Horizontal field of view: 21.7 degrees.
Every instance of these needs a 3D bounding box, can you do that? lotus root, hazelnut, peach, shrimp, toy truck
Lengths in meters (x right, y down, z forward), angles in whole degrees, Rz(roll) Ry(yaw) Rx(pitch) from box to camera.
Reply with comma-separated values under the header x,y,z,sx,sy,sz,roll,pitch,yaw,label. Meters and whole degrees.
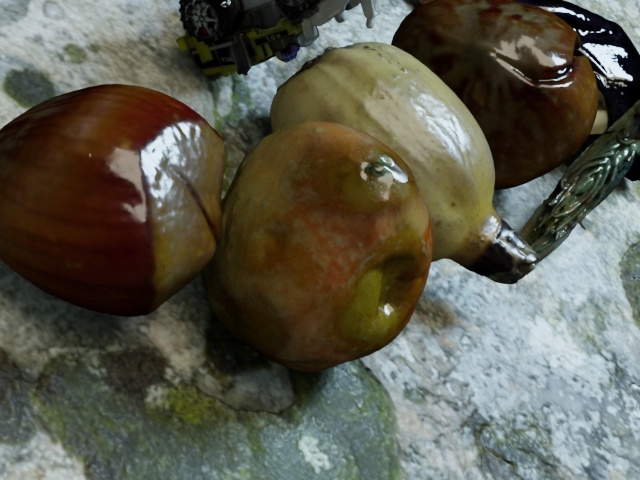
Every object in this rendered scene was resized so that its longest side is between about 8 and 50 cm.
x,y,z,sx,sy,sz,roll,pitch,yaw,label
0.088,-0.065,1.668,0.310,0.183,0.183,46,41,2,lotus root
-0.190,-0.038,1.447,0.181,0.181,0.212,54,40,-27,hazelnut
0.000,0.000,1.496,0.214,0.235,0.214,14,46,-15,peach
0.314,-0.092,1.791,0.058,0.169,0.296,40,79,5,shrimp
0.179,-0.156,1.786,0.233,0.218,0.218,16,39,13,hazelnut
-0.019,-0.242,1.663,0.136,0.286,0.111,-37,107,-48,toy truck

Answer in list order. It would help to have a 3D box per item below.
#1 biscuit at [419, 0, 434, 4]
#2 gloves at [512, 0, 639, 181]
x,y,z,sx,sy,sz,roll,pitch,yaw,label
0.167,-0.362,2.085,0.284,0.043,0.306,51,40,13,biscuit
0.290,-0.197,1.958,0.301,0.152,0.197,15,38,-24,gloves
